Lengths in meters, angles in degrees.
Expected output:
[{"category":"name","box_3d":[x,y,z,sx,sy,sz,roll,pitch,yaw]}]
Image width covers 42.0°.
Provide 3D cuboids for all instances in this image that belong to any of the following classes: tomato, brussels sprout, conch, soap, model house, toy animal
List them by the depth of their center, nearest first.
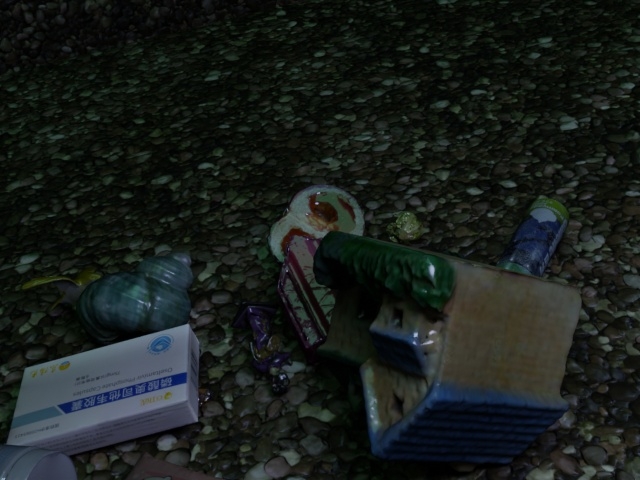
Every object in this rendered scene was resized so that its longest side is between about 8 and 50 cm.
[{"category":"model house","box_3d":[0.159,0.186,1.369,0.335,0.342,0.382,10,3,-33]},{"category":"soap","box_3d":[0.000,0.099,1.649,0.162,0.099,0.250,-21,59,-9]},{"category":"conch","box_3d":[-0.368,0.122,1.718,0.277,0.195,0.220,-46,16,-6]},{"category":"toy animal","box_3d":[-0.516,0.112,1.814,0.155,0.095,0.219,5,9,18]},{"category":"tomato","box_3d":[0.000,0.000,1.828,0.199,0.112,0.228,30,69,20]},{"category":"brussels sprout","box_3d":[0.185,-0.019,1.855,0.085,0.085,0.058,1,31,12]}]

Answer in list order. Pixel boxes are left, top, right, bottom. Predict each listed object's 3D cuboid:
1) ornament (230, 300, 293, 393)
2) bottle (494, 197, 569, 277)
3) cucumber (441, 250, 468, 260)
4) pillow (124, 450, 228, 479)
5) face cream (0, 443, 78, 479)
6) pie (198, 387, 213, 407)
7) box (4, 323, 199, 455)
[{"category":"ornament","box_3d":[-0.095,0.215,1.616,0.081,0.088,0.203,-2,44,-32]},{"category":"bottle","box_3d":[0.419,0.040,1.708,0.093,0.093,0.330,14,43,27]},{"category":"cucumber","box_3d":[0.275,0.078,1.717,0.116,0.062,0.115,-15,34,-10]},{"category":"pillow","box_3d":[-0.247,0.448,1.325,0.236,0.084,0.223,15,44,22]},{"category":"face cream","box_3d":[-0.501,0.419,1.340,0.153,0.177,0.177,1,38,16]},{"category":"pie","box_3d":[-0.288,0.298,1.569,0.170,0.034,0.092,2,35,13]},{"category":"box","box_3d":[-0.397,0.285,1.549,0.343,0.065,0.200,-15,38,4]}]
